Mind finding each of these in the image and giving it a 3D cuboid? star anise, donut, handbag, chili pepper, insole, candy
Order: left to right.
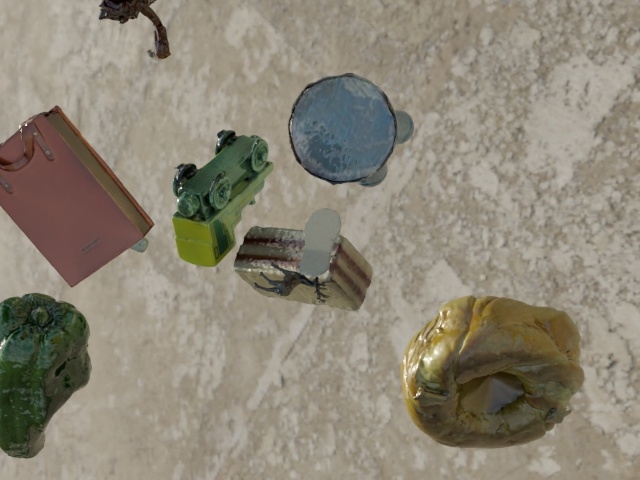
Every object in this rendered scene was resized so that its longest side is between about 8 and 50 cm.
[{"bbox_3d":[-0.542,0.272,1.555,0.167,0.213,0.385,43,134,25],"label":"chili pepper"},{"bbox_3d":[-0.311,-0.053,0.973,0.127,0.063,0.190,-32,104,19],"label":"handbag"},{"bbox_3d":[-0.366,-0.511,1.701,0.148,0.237,0.346,27,145,10],"label":"star anise"},{"bbox_3d":[-0.043,0.065,1.945,0.320,0.179,0.135,4,65,37],"label":"candy"},{"bbox_3d":[0.000,0.000,1.349,0.197,0.065,0.004,-80,-16,-54],"label":"insole"},{"bbox_3d":[0.337,0.258,1.567,0.360,0.360,0.170,-55,21,33],"label":"donut"}]

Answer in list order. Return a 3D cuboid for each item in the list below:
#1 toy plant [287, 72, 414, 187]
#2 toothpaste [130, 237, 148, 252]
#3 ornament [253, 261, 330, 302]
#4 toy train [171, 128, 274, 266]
[{"bbox_3d":[0.078,-0.238,1.781,0.247,0.332,0.247,1,95,12],"label":"toy plant"},{"bbox_3d":[-0.406,-0.043,1.352,0.037,0.255,0.067,-42,-24,-85],"label":"toothpaste"},{"bbox_3d":[-0.042,0.076,1.343,0.125,0.073,0.028,23,130,22],"label":"ornament"},{"bbox_3d":[-0.238,-0.126,2.044,0.150,0.369,0.237,12,127,24],"label":"toy train"}]
